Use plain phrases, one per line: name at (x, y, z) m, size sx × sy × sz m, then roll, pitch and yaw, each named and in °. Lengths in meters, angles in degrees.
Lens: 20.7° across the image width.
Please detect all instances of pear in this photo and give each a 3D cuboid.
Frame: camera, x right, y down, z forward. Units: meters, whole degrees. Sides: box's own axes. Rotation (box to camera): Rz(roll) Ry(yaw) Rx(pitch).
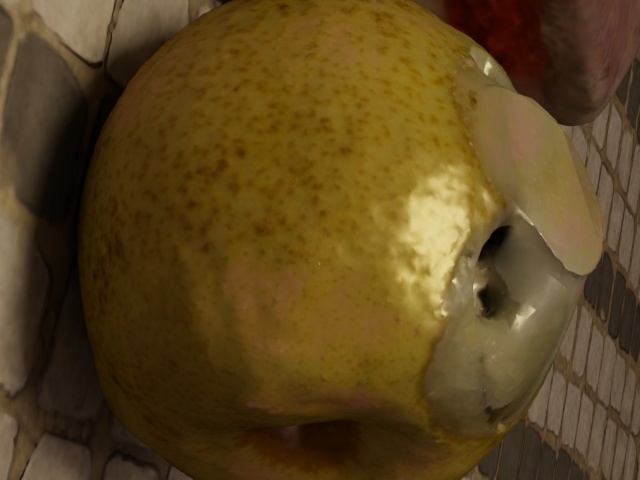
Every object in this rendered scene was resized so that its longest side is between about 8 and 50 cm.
pear at (0.000, 0.000, 0.884) m, size 0.271 × 0.271 × 0.271 m, roll 6°, pitch 90°, yaw -69°

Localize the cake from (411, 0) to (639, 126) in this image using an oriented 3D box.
cake at (0.079, -0.254, 0.975) m, size 0.230 × 0.237 × 0.309 m, roll -63°, pitch 154°, yaw -48°
